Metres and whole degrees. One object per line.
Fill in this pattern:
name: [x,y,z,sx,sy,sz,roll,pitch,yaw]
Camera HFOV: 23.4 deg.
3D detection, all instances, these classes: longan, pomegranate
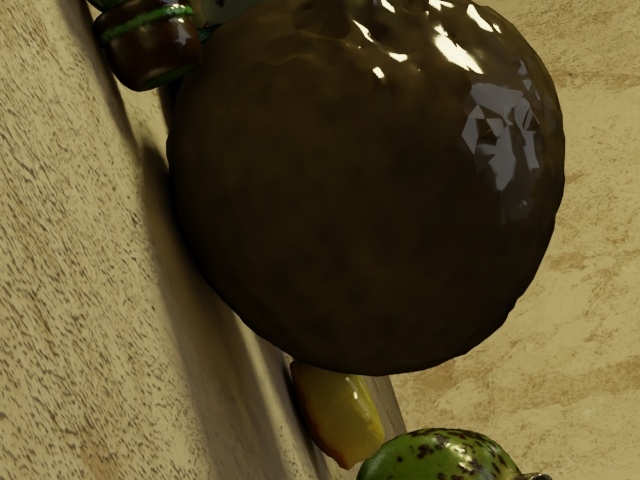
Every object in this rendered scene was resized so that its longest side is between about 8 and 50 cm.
longan: [0.049,-0.067,1.470,0.391,0.391,0.391,-20,90,-86]
pomegranate: [0.169,0.349,1.975,0.254,0.270,0.254,32,48,-44]

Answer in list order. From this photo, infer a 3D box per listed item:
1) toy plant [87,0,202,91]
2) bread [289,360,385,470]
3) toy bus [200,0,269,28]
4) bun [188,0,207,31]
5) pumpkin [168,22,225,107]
toy plant: [-0.169,-0.220,1.388,0.093,0.093,0.162,-22,88,-86]
bread: [0.013,0.193,1.863,0.125,0.086,0.156,61,4,-23]
toy bus: [0.003,-0.280,1.825,0.288,0.232,0.194,40,-37,14]
bun: [-0.098,-0.344,2.207,0.293,0.293,0.187,26,80,-84]
pumpkin: [-0.090,-0.142,1.716,0.202,0.140,0.202,57,-12,18]
